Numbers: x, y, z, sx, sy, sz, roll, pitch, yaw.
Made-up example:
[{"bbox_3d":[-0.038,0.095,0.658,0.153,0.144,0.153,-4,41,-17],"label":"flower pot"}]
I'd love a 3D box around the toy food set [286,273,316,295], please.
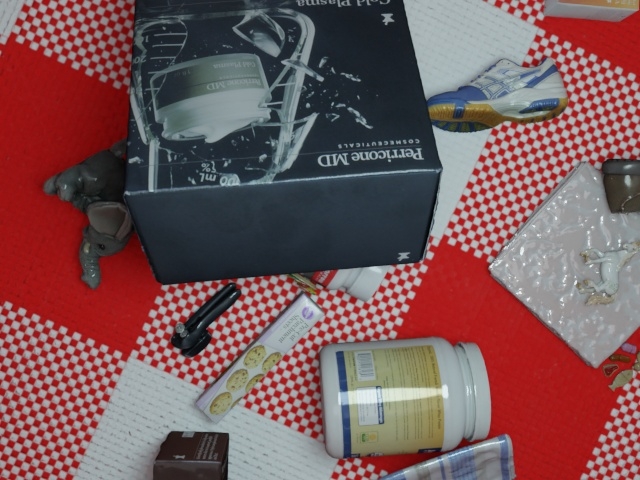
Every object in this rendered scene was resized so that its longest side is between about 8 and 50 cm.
[{"bbox_3d":[-0.043,0.083,1.490,0.083,0.082,0.020,37,85,-46],"label":"toy food set"}]

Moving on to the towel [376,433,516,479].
[{"bbox_3d":[0.264,0.490,1.476,0.284,0.209,0.034,-19,49,0],"label":"towel"}]

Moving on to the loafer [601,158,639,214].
[{"bbox_3d":[0.745,-0.085,1.491,0.365,0.134,0.130,8,97,-7],"label":"loafer"}]

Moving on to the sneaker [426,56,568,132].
[{"bbox_3d":[0.356,-0.308,1.498,0.296,0.112,0.131,-6,75,-4],"label":"sneaker"}]

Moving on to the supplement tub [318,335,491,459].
[{"bbox_3d":[0.160,0.309,1.434,0.316,0.228,0.229,-3,92,-2],"label":"supplement tub"}]

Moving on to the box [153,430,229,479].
[{"bbox_3d":[-0.260,0.597,1.448,0.143,0.191,0.382,0,93,-2],"label":"box"}]

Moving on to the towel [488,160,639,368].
[{"bbox_3d":[0.571,0.054,1.530,0.332,0.053,0.317,43,91,-3],"label":"towel"}]

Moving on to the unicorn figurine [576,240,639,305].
[{"bbox_3d":[0.594,0.055,1.482,0.111,0.060,0.162,5,108,-2],"label":"unicorn figurine"}]

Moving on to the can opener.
[{"bbox_3d":[-0.239,0.160,1.507,0.186,0.073,0.059,-50,54,-3],"label":"can opener"}]

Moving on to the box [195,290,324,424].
[{"bbox_3d":[-0.126,0.243,1.502,0.324,0.063,0.067,-45,94,0],"label":"box"}]

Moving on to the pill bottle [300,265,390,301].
[{"bbox_3d":[0.000,0.000,1.450,0.283,0.161,0.161,29,91,-3],"label":"pill bottle"}]

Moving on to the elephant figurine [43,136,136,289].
[{"bbox_3d":[-0.428,-0.050,1.454,0.169,0.186,0.239,-41,108,-43],"label":"elephant figurine"}]

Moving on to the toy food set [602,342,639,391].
[{"bbox_3d":[0.661,0.262,1.559,0.122,0.019,0.078,-36,93,7],"label":"toy food set"}]

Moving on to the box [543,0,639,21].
[{"bbox_3d":[0.563,-0.534,1.491,0.170,0.091,0.130,3,92,-3],"label":"box"}]

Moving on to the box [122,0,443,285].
[{"bbox_3d":[-0.073,-0.206,1.276,0.479,0.297,0.472,-5,59,-3],"label":"box"}]
